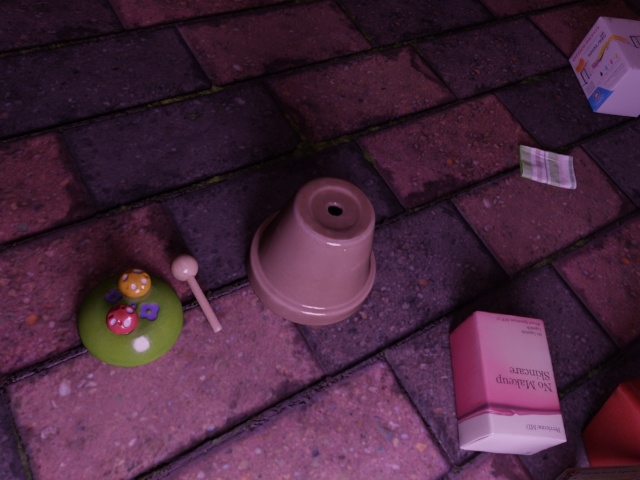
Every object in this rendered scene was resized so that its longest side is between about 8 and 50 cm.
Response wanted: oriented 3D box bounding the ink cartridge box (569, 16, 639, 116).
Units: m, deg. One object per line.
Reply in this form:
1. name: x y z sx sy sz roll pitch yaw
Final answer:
1. ink cartridge box: 0.892 -0.518 1.647 0.168 0.171 0.232 2 58 -14

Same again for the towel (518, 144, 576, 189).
1. towel: 0.598 -0.196 1.458 0.152 0.023 0.113 13 56 -7

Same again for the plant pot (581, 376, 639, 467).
1. plant pot: 0.636 0.379 0.974 0.267 0.267 0.235 -6 42 -18

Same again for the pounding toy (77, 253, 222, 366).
1. pounding toy: -0.309 0.109 0.976 0.237 0.110 0.183 -19 66 -24

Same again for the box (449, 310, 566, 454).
1. box: 0.343 0.268 1.039 0.149 0.127 0.232 8 57 -10

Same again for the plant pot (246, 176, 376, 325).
1. plant pot: 0.000 0.000 1.056 0.263 0.229 0.263 7 57 -10

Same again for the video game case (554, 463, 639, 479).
1. video game case: 0.422 0.433 0.897 0.206 0.227 0.026 -26 76 -27
